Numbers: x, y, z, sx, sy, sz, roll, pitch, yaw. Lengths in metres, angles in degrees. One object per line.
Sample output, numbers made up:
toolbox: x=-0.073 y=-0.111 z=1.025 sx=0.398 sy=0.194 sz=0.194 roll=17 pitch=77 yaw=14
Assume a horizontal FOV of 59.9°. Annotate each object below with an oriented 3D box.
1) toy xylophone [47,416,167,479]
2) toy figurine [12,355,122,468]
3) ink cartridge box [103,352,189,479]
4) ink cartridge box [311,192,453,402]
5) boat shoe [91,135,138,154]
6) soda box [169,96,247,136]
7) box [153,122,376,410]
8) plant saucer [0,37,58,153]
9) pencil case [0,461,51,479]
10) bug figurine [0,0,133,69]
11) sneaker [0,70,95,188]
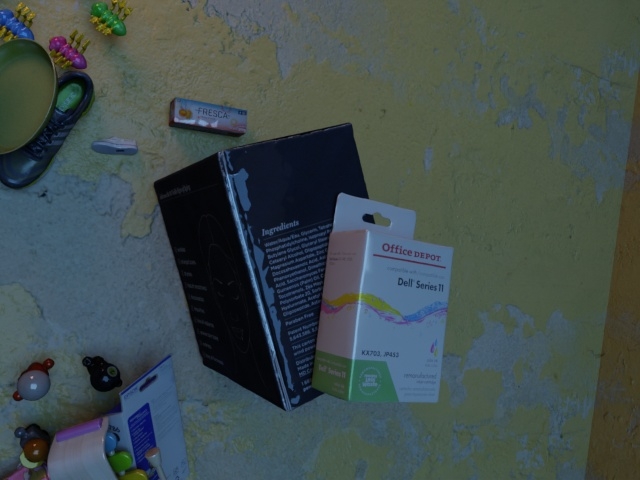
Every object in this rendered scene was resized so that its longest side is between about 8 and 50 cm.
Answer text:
toy xylophone: x=-0.393 y=0.502 z=1.100 sx=0.236 sy=0.081 sz=0.323 roll=-9 pitch=109 yaw=2
toy figurine: x=-0.528 y=0.352 z=1.168 sx=0.212 sy=0.148 sz=0.210 roll=1 pitch=89 yaw=-28
ink cartridge box: x=-0.375 y=0.422 z=1.207 sx=0.165 sy=0.065 sz=0.333 roll=-36 pitch=129 yaw=-59
ink cartridge box: x=0.118 y=0.099 z=0.992 sx=0.207 sy=0.119 sz=0.354 roll=10 pitch=84 yaw=-31
boat shoe: x=-0.472 y=-0.221 z=1.273 sx=0.100 sy=0.035 sz=0.035 roll=-1 pitch=63 yaw=-24
soda box: x=-0.275 y=-0.300 z=1.360 sx=0.183 sy=0.058 sz=0.063 roll=5 pitch=87 yaw=-29
box: x=-0.113 y=0.042 z=1.205 sx=0.297 sy=0.479 sz=0.472 roll=-20 pitch=99 yaw=-28
plant saucer: x=-0.612 y=-0.285 z=1.113 sx=0.037 sy=0.240 sz=0.241 roll=22 pitch=76 yaw=-68
pencil case: x=-0.695 y=0.587 z=1.072 sx=0.386 sy=0.167 sz=0.160 roll=-24 pitch=122 yaw=-27
bug figurine: x=-0.549 y=-0.487 z=1.198 sx=0.216 sy=0.072 sz=0.279 roll=44 pitch=75 yaw=-7
sneaker: x=-0.578 y=-0.244 z=1.163 sx=0.111 sy=0.121 sz=0.300 roll=32 pitch=75 yaw=-23
